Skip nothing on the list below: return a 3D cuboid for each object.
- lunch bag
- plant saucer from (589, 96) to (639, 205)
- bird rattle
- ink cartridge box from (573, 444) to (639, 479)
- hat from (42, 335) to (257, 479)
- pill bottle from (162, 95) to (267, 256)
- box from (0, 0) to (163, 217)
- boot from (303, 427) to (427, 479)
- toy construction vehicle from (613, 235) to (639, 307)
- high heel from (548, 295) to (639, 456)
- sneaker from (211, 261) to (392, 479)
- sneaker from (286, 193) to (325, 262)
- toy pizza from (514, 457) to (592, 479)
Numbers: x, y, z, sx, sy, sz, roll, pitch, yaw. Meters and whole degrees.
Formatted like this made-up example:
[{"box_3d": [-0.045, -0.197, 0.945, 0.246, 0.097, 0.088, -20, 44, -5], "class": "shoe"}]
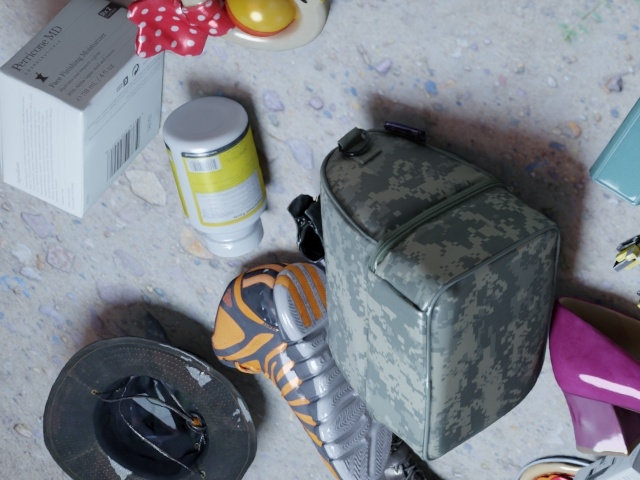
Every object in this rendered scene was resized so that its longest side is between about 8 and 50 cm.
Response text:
[{"box_3d": [0.108, 0.047, 1.783, 0.256, 0.212, 0.305, 37, 146, 34], "class": "lunch bag"}, {"box_3d": [0.337, -0.105, 1.615, 0.067, 0.018, 0.192, 32, 140, 5], "class": "plant saucer"}, {"box_3d": [-0.095, -0.258, 1.703, 0.207, 0.143, 0.253, 21, 144, -6], "class": "bird rattle"}, {"box_3d": [0.375, 0.305, 1.917, 0.099, 0.056, 0.135, 41, 141, -6], "class": "ink cartridge box"}, {"box_3d": [-0.230, 0.243, 2.281, 0.331, 0.134, 0.331, 7, 122, 11], "class": "hat"}, {"box_3d": [-0.121, -0.073, 1.914, 0.103, 0.103, 0.184, 12, 135, 27], "class": "pill bottle"}, {"box_3d": [-0.281, -0.161, 1.881, 0.119, 0.181, 0.182, 24, 139, 14], "class": "box"}, {"box_3d": [0.117, 0.318, 2.144, 0.263, 0.091, 0.229, -8, 116, 32], "class": "boot"}, {"box_3d": [0.361, 0.036, 1.722, 0.086, 0.035, 0.098, 47, 140, -12], "class": "toy construction vehicle"}, {"box_3d": [0.427, 0.138, 1.724, 0.377, 0.127, 0.181, -7, 104, 27], "class": "high heel"}, {"box_3d": [-0.027, 0.174, 2.081, 0.180, 0.124, 0.321, -6, 108, 47], "class": "sneaker"}, {"box_3d": [0.002, 0.001, 1.906, 0.051, 0.089, 0.170, 16, 136, 24], "class": "sneaker"}, {"box_3d": [0.339, 0.359, 2.058, 0.201, 0.032, 0.201, 20, 138, 19], "class": "toy pizza"}]
